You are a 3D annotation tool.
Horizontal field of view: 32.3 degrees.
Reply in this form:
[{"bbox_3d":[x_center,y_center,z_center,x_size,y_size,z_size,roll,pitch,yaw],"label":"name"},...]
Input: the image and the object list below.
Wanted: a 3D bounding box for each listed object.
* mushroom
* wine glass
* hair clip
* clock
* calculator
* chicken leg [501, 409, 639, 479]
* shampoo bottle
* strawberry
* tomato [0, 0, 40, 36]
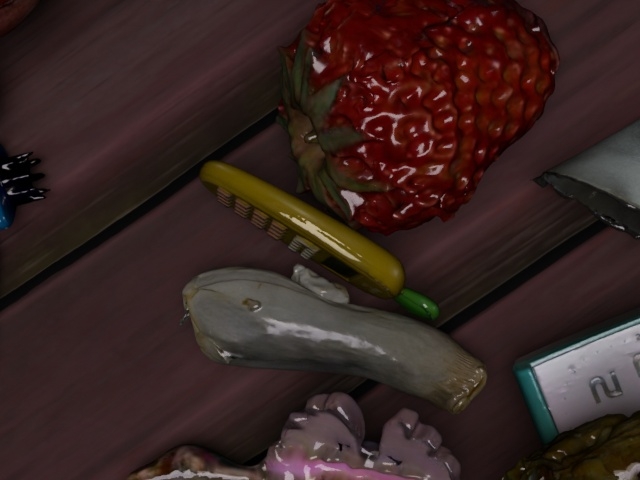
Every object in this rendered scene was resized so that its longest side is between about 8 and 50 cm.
[{"bbox_3d":[0.012,0.087,0.967,0.278,0.099,0.096,14,134,-2],"label":"mushroom"},{"bbox_3d":[0.303,-0.119,0.925,0.156,0.156,0.232,28,90,-1],"label":"wine glass"},{"bbox_3d":[-0.025,0.211,0.981,0.300,0.069,0.173,0,123,9],"label":"hair clip"},{"bbox_3d":[0.320,0.181,0.970,0.231,0.116,0.262,-23,93,8],"label":"clock"},{"bbox_3d":[0.000,0.000,0.937,0.234,0.146,0.032,31,84,-2],"label":"calculator"},{"bbox_3d":[0.333,0.219,0.857,0.429,0.153,0.201,-3,109,0],"label":"chicken leg"},{"bbox_3d":[-0.335,-0.038,0.982,0.183,0.050,0.087,-14,61,3],"label":"shampoo bottle"},{"bbox_3d":[0.092,-0.124,0.917,0.244,0.205,0.205,-21,94,-17],"label":"strawberry"},{"bbox_3d":[-0.330,-0.241,0.926,0.227,0.101,0.228,4,64,-8],"label":"tomato"}]
